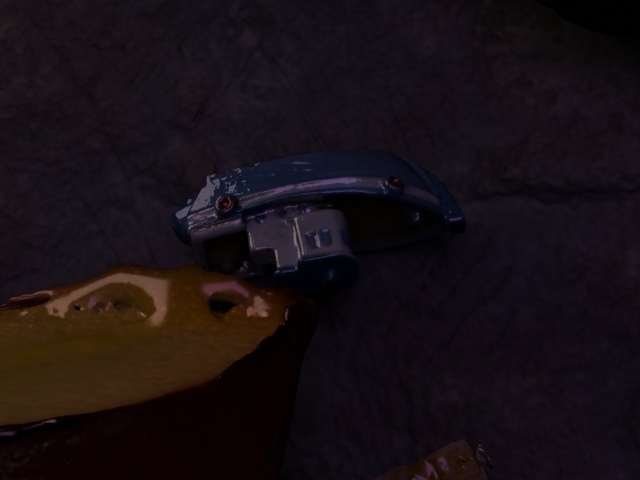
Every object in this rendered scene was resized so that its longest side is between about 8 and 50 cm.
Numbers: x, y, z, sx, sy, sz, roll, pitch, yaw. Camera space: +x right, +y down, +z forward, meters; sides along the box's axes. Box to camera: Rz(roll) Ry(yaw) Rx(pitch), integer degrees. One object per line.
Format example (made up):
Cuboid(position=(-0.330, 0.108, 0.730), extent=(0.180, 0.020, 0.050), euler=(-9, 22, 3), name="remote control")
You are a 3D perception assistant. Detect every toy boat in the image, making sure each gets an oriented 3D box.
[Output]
Cuboid(position=(0.000, 0.000, 1.238), extent=(0.215, 0.088, 0.102), euler=(-10, 57, -1), name="toy boat")

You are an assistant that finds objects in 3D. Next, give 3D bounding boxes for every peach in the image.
Cuboid(position=(-0.159, 0.151, 1.120), extent=(0.361, 0.201, 0.257), euler=(-16, 22, -19), name="peach")

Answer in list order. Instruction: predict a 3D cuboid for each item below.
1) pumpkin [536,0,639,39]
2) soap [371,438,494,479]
Cuboid(position=(0.256, -0.312, 1.292), extent=(0.323, 0.241, 0.323), euler=(-1, 65, 3), name="pumpkin")
Cuboid(position=(0.085, 0.290, 1.111), extent=(0.173, 0.089, 0.274), euler=(-23, 68, -9), name="soap")
